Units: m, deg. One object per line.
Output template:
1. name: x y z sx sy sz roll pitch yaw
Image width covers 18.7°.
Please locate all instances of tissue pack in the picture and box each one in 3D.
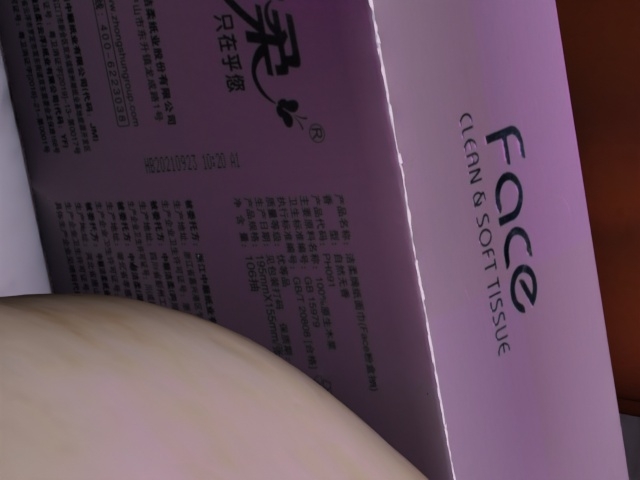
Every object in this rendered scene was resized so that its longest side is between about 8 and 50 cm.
1. tissue pack: 0.000 0.000 0.572 0.092 0.148 0.246 -23 107 -47

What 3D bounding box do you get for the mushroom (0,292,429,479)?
1. mushroom: -0.075 0.137 0.444 0.260 0.234 0.254 39 25 -12

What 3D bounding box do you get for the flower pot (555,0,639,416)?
1. flower pot: 0.095 -0.028 0.655 0.190 0.173 0.190 1 90 -65
